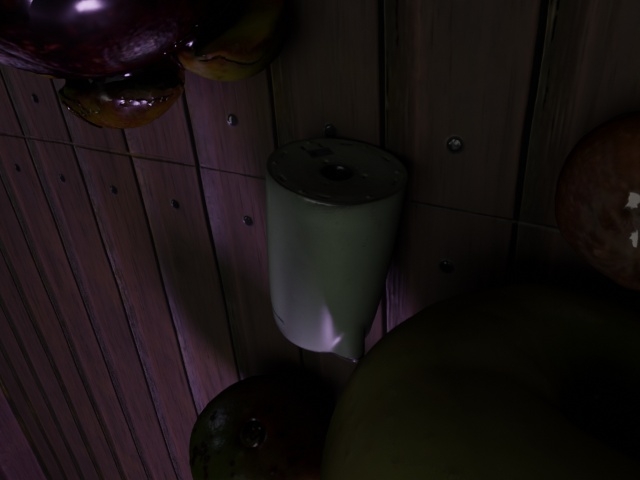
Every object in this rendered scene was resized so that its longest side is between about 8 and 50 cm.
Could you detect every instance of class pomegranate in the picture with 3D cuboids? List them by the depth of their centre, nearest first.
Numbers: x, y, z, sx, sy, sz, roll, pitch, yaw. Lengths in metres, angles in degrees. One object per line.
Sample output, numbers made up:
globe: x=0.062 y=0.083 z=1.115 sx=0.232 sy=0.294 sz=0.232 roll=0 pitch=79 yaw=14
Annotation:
pomegranate: x=-0.096 y=0.399 z=0.886 sx=0.291 sy=0.291 sz=0.323 roll=35 pitch=140 yaw=13

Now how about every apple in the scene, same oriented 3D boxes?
apple: x=0.204 y=0.279 z=0.469 sx=0.473 sy=0.473 sz=0.473 roll=17 pitch=125 yaw=26

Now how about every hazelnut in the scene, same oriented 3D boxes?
hazelnut: x=0.278 y=-0.034 z=0.441 sx=0.143 sy=0.143 sz=0.154 roll=5 pitch=133 yaw=33

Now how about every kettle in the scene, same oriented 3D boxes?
kettle: x=0.000 y=0.000 z=0.664 sx=0.240 sy=0.165 sz=0.255 roll=47 pitch=146 yaw=43

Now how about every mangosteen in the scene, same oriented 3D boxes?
mangosteen: x=-0.229 y=-0.310 z=0.487 sx=0.381 sy=0.381 sz=0.421 roll=0 pitch=128 yaw=35
